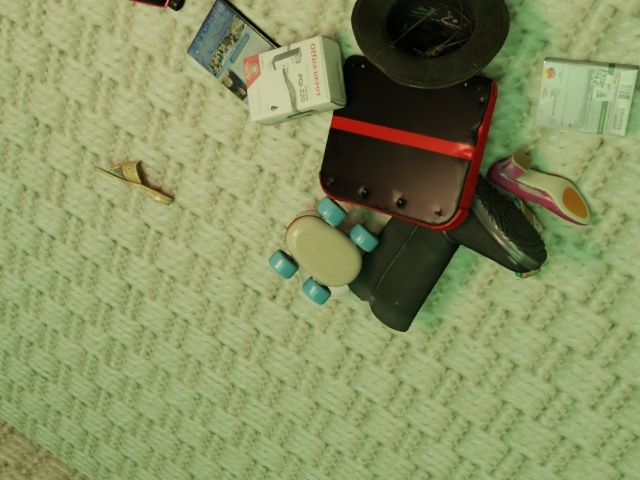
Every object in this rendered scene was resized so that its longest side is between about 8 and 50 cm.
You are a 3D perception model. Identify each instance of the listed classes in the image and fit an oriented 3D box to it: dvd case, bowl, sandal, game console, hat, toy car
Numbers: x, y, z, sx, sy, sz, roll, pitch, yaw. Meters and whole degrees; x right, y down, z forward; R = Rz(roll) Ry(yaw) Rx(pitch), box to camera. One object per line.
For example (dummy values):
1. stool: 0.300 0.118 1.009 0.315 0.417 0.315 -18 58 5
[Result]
1. dvd case: -0.197 -0.456 1.863 0.253 0.022 0.180 41 124 1
2. bowl: 0.014 0.087 2.024 0.141 0.053 0.142 -6 111 28
3. sandal: -0.520 -0.186 2.135 0.240 0.088 0.079 27 92 2
4. game console: 0.183 -0.222 1.689 0.386 0.060 0.342 18 99 31
5. hat: 0.235 -0.437 1.591 0.331 0.331 0.134 15 165 18
6. toy car: 0.000 0.000 1.904 0.210 0.238 0.219 39 100 -16

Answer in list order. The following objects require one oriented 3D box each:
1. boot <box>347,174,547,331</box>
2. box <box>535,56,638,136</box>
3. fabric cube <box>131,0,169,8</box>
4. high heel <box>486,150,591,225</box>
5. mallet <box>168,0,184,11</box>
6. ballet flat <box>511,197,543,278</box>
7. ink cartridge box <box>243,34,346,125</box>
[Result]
1. boot: 0.281 0.065 1.782 0.367 0.146 0.445 55 127 31
2. box: 0.558 -0.303 1.579 0.186 0.038 0.145 10 119 19
3. fabric cube: -0.429 -0.678 1.645 0.254 0.258 0.259 11 112 -9
4. high heel: 0.494 -0.102 1.705 0.244 0.082 0.117 32 154 -8
5. mallet: -0.344 -0.658 1.823 0.062 0.039 0.190 31 119 11
6. ballet flat: 0.488 -0.009 1.758 0.067 0.073 0.206 -9 117 -1
7. ink cartridge box: -0.060 -0.369 1.747 0.217 0.092 0.159 -9 87 26
